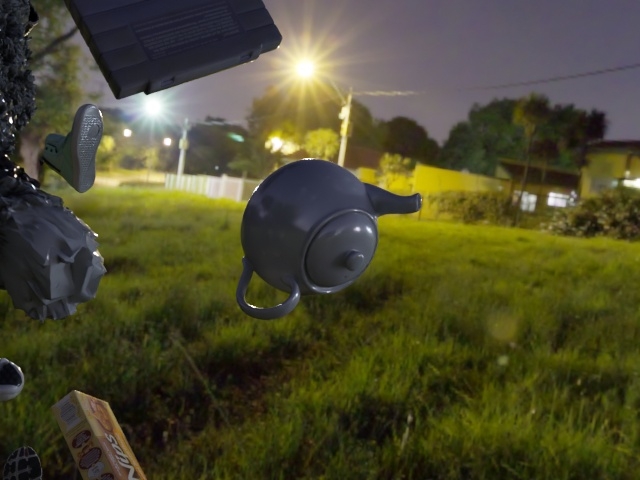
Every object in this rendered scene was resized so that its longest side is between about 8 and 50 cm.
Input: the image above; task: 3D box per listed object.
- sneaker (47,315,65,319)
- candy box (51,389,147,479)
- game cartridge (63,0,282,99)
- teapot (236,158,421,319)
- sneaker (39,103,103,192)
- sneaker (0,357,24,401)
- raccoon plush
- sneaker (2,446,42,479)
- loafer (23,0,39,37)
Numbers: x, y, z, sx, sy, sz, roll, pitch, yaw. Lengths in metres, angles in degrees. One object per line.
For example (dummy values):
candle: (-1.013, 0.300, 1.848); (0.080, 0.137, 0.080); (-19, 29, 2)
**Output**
sneaker: (-0.569, 0.093, 1.387); (0.077, 0.178, 0.072); (9, 45, 28)
candy box: (-0.604, 0.577, 1.848); (0.316, 0.087, 0.183); (52, -2, 29)
game cartridge: (-0.268, -0.413, 1.262); (0.355, 0.230, 0.068); (-27, 1, -29)
teapot: (0.000, 0.000, 1.106); (0.253, 0.256, 0.187); (6, 23, -40)
sneaker: (-0.637, -0.254, 1.684); (0.151, 0.256, 0.094); (33, 38, 12)
sneaker: (-0.724, 0.311, 1.360); (0.292, 0.118, 0.110); (-6, 27, 14)
raccoon plush: (-0.305, -0.093, 0.641); (0.446, 0.216, 0.299); (39, 33, 11)
sneaker: (-0.881, 0.757, 1.984); (0.107, 0.279, 0.118); (-4, -15, -29)
loafer: (-0.544, -0.420, 0.955); (0.130, 0.133, 0.366); (-18, -29, 12)
